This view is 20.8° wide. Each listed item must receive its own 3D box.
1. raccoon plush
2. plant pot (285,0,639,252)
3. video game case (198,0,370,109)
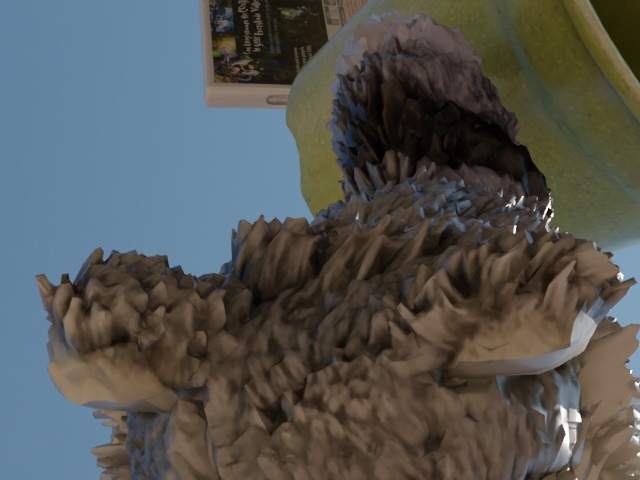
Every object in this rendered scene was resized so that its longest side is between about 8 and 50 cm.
[{"bbox_3d":[0.000,0.000,0.655,0.216,0.299,0.446,-21,-132,1],"label":"raccoon plush"},{"bbox_3d":[0.126,-0.089,1.010,0.276,0.254,0.276,25,-129,-34],"label":"plant pot"},{"bbox_3d":[-0.007,-0.158,1.353,0.173,0.022,0.190,1,-142,-7],"label":"video game case"}]
